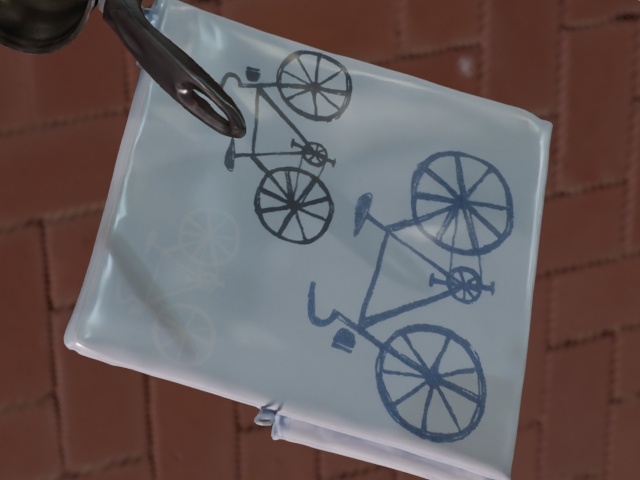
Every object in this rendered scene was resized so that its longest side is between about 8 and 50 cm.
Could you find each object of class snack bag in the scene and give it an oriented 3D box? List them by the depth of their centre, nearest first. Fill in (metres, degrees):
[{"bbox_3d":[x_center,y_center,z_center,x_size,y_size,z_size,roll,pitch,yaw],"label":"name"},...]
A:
[{"bbox_3d":[0.000,0.000,1.358,0.342,0.037,0.323,17,59,-11],"label":"snack bag"}]

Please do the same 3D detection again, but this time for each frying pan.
[{"bbox_3d":[-0.163,-0.203,1.223,0.053,0.326,0.197,-34,132,-40],"label":"frying pan"}]
